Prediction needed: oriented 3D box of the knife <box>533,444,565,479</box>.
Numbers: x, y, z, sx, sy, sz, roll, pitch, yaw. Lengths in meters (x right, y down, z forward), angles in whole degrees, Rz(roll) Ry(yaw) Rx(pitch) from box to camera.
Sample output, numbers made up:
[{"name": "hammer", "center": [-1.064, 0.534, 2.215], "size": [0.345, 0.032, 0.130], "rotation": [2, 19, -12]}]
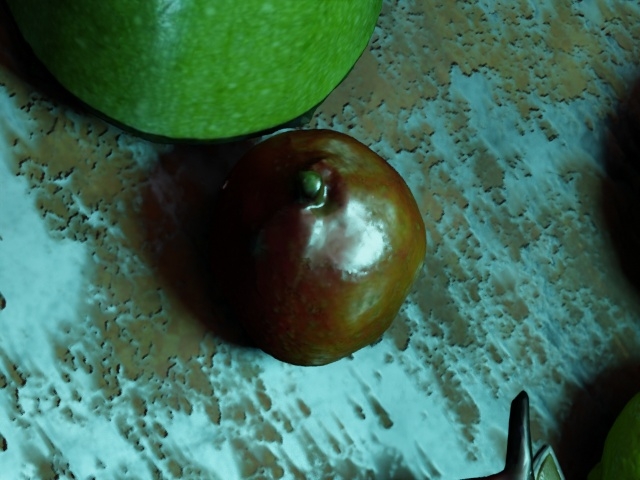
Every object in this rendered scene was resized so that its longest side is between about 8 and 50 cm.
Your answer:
[{"name": "knife", "center": [0.202, 0.290, 1.569], "size": [0.046, 0.022, 0.256], "rotation": [-8, 80, -22]}]

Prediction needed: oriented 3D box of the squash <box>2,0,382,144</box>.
[{"name": "squash", "center": [-0.059, -0.262, 1.342], "size": [0.310, 0.309, 0.310], "rotation": [6, 67, -15]}]

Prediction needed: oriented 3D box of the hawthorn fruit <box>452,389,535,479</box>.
[{"name": "hawthorn fruit", "center": [0.142, 0.286, 1.394], "size": [0.285, 0.285, 0.368], "rotation": [14, 71, -25]}]

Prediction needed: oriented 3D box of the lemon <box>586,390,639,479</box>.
[{"name": "lemon", "center": [0.318, 0.179, 1.538], "size": [0.184, 0.248, 0.184], "rotation": [41, 35, -38]}]

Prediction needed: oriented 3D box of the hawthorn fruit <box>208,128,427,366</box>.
[{"name": "hawthorn fruit", "center": [0.000, 0.000, 1.425], "size": [0.169, 0.188, 0.169], "rotation": [2, 70, -6]}]
